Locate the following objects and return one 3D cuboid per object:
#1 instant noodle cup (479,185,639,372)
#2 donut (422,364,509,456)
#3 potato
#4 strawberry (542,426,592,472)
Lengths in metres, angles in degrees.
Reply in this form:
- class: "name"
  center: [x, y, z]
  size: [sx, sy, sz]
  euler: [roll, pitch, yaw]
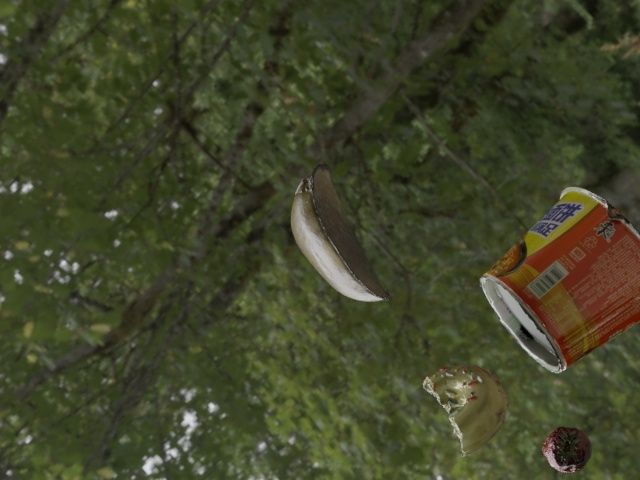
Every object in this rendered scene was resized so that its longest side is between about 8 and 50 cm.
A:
- class: "instant noodle cup"
  center: [0.327, 0.060, 1.218]
  size: [0.213, 0.174, 0.213]
  euler: [52, 174, 8]
- class: "donut"
  center: [0.228, 0.244, 1.414]
  size: [0.065, 0.108, 0.166]
  euler: [53, -173, -28]
- class: "potato"
  center: [-0.001, 0.003, 1.476]
  size: [0.120, 0.100, 0.261]
  euler: [11, -130, -54]
- class: "strawberry"
  center: [0.518, 0.439, 1.941]
  size: [0.106, 0.106, 0.106]
  euler: [37, -155, -21]
